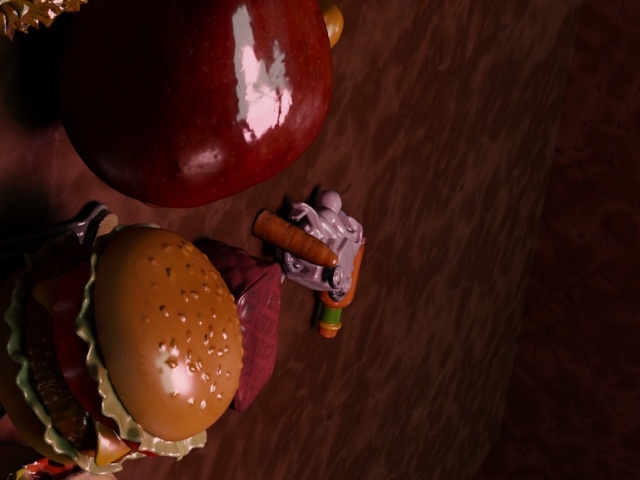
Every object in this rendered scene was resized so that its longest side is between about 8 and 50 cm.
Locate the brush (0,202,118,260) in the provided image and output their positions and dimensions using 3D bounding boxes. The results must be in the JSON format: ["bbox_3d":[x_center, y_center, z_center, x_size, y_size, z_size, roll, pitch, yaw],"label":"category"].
[{"bbox_3d":[-0.307,0.002,1.604,0.266,0.027,0.062,-20,134,-64],"label":"brush"}]

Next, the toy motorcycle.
[{"bbox_3d":[0.000,0.000,2.303,0.260,0.110,0.171,35,60,-62],"label":"toy motorcycle"}]

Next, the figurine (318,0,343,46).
[{"bbox_3d":[-0.071,-0.284,1.707,0.228,0.215,0.215,-75,170,-48],"label":"figurine"}]

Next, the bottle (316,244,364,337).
[{"bbox_3d":[0.027,0.083,2.488,0.069,0.069,0.187,-35,143,-57],"label":"bottle"}]

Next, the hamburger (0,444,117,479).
[{"bbox_3d":[-0.346,0.379,1.663,0.302,0.170,0.302,-51,153,-38],"label":"hamburger"}]

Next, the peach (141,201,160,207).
[{"bbox_3d":[-0.163,-0.112,1.713,0.152,0.152,0.152,-52,154,-39],"label":"peach"}]

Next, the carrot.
[{"bbox_3d":[-0.033,0.005,2.150,0.048,0.139,0.048,-56,166,-22],"label":"carrot"}]

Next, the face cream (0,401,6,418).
[{"bbox_3d":[-0.378,0.131,1.479,0.075,0.075,0.229,-61,158,-22],"label":"face cream"}]

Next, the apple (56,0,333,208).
[{"bbox_3d":[-0.129,-0.190,1.484,0.288,0.288,0.317,-47,149,-46],"label":"apple"}]

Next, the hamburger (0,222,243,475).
[{"bbox_3d":[-0.200,0.109,1.539,0.274,0.212,0.274,45,36,-48],"label":"hamburger"}]

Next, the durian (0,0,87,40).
[{"bbox_3d":[-0.293,-0.250,1.312,0.182,0.165,0.132,-93,161,-85],"label":"durian"}]

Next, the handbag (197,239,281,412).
[{"bbox_3d":[-0.137,0.117,2.006,0.146,0.135,0.225,-43,143,-49],"label":"handbag"}]
